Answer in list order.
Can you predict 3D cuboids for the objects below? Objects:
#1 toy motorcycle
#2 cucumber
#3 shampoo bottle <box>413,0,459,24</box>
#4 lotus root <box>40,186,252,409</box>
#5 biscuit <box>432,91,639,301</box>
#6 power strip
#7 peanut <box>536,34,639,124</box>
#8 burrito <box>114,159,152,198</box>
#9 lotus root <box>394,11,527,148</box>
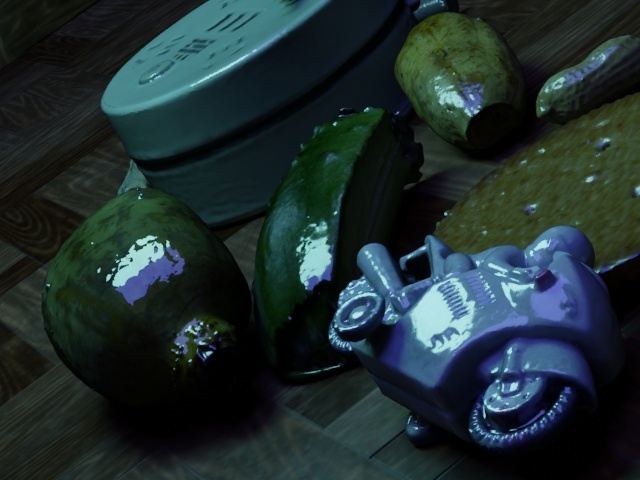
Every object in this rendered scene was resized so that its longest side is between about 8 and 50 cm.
[{"bbox_3d":[0.113,0.053,1.168,0.171,0.110,0.260,-39,28,-13],"label":"toy motorcycle"},{"bbox_3d":[-0.003,-0.001,1.501,0.145,0.105,0.325,-23,23,21],"label":"cucumber"},{"bbox_3d":[0.083,-0.245,2.055,0.165,0.040,0.080,-19,22,32],"label":"shampoo bottle"},{"bbox_3d":[-0.140,0.051,1.498,0.173,0.173,0.309,-35,22,-10],"label":"lotus root"},{"bbox_3d":[0.212,-0.030,1.332,0.305,0.038,0.305,-26,20,10],"label":"biscuit"},{"bbox_3d":[-0.047,-0.177,1.901,0.357,0.161,0.357,-28,19,11],"label":"power strip"},{"bbox_3d":[0.235,-0.136,1.542,0.113,0.054,0.054,-30,19,7],"label":"peanut"},{"bbox_3d":[-0.214,-0.046,2.022,0.045,0.041,0.185,-18,24,12],"label":"burrito"},{"bbox_3d":[0.133,-0.155,1.681,0.110,0.097,0.258,-28,23,2],"label":"lotus root"}]
